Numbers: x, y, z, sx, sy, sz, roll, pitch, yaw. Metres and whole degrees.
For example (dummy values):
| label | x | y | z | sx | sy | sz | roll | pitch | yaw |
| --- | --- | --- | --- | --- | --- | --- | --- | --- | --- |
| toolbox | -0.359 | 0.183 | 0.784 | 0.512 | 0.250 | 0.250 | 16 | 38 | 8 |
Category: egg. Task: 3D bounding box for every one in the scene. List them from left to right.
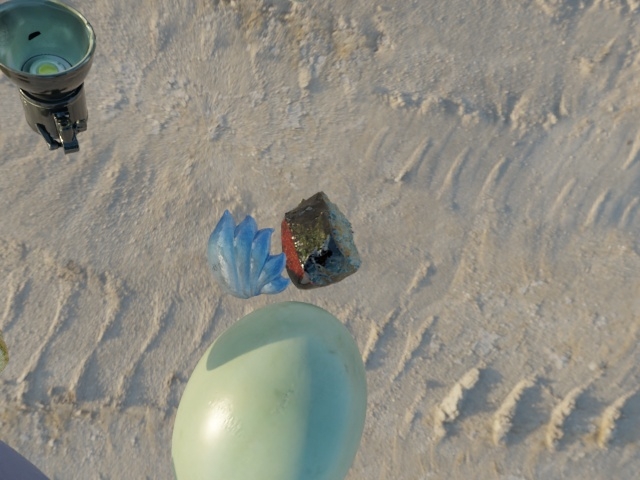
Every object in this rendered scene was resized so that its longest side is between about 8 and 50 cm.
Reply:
| label | x | y | z | sx | sy | sz | roll | pitch | yaw |
| --- | --- | --- | --- | --- | --- | --- | --- | --- | --- |
| egg | -0.077 | 0.276 | 0.824 | 0.276 | 0.276 | 0.388 | 21 | 103 | -15 |

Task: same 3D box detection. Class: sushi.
| label | x | y | z | sx | sy | sz | roll | pitch | yaw |
| --- | --- | --- | --- | --- | --- | --- | --- | --- | --- |
| sushi | 0.000 | 0.000 | 1.113 | 0.126 | 0.225 | 0.136 | -30 | 123 | 19 |

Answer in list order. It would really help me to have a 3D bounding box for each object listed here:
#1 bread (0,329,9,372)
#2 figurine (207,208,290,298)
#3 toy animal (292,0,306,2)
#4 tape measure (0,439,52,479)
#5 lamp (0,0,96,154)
| label | x | y | z | sx | sy | sz | roll | pitch | yaw |
| --- | --- | --- | --- | --- | --- | --- | --- | --- | --- |
| bread | -0.435 | 0.120 | 0.620 | 0.122 | 0.073 | 0.149 | -36 | 148 | -23 |
| figurine | -0.089 | 0.014 | 0.611 | 0.079 | 0.114 | 0.114 | -23 | 108 | -42 |
| toy animal | -0.035 | -0.493 | 0.769 | 0.183 | 0.247 | 0.310 | -28 | 67 | -32 |
| tape measure | -0.139 | 0.182 | 0.206 | 0.098 | 0.351 | 0.215 | -45 | 140 | -17 |
| lamp | -0.423 | -0.237 | 0.855 | 0.147 | 0.227 | 0.172 | -21 | 73 | -25 |
